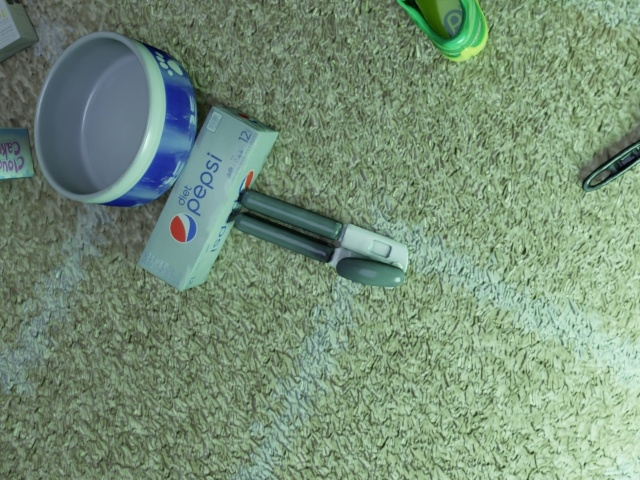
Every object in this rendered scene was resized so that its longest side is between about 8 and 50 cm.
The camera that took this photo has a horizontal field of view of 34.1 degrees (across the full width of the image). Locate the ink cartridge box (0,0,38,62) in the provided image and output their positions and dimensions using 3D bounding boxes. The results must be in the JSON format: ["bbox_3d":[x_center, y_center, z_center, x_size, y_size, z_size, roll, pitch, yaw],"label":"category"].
[{"bbox_3d":[-0.563,-0.395,1.744,0.104,0.061,0.181,-25,88,17],"label":"ink cartridge box"}]

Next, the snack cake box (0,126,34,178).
[{"bbox_3d":[-0.600,-0.131,1.675,0.152,0.264,0.089,-7,94,17],"label":"snack cake box"}]

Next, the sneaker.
[{"bbox_3d":[0.148,-0.398,1.508,0.109,0.123,0.295,-34,85,17],"label":"sneaker"}]

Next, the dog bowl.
[{"bbox_3d":[-0.322,-0.185,1.628,0.265,0.104,0.264,-5,81,36],"label":"dog bowl"}]

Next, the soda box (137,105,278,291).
[{"bbox_3d":[-0.178,-0.067,1.648,0.091,0.098,0.286,30,103,11],"label":"soda box"}]

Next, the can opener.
[{"bbox_3d":[0.000,0.000,1.604,0.284,0.095,0.076,20,100,6],"label":"can opener"}]

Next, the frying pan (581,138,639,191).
[{"bbox_3d":[0.512,-0.198,1.467,0.326,0.053,0.197,-13,91,14],"label":"frying pan"}]
